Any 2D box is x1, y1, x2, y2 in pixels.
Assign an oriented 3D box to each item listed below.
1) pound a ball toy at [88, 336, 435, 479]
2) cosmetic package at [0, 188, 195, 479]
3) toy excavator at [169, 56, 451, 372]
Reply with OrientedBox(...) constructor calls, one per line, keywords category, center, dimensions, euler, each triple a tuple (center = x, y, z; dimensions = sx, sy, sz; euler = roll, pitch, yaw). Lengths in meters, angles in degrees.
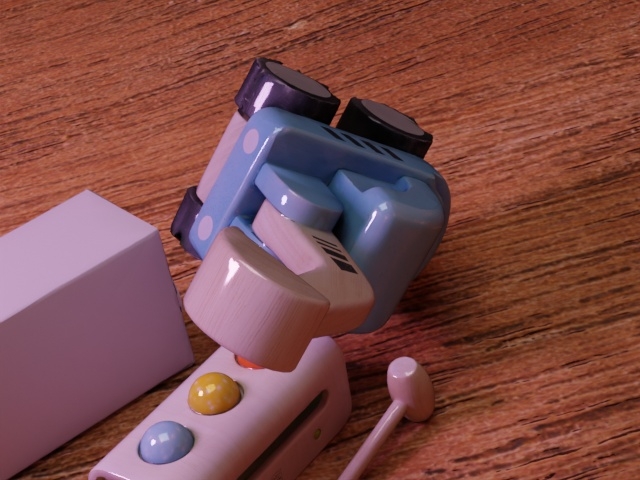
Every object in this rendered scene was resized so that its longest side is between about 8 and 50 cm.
OrientedBox(category="pound a ball toy", center=(-0.054, 0.188, 1.841), dimensions=(0.208, 0.136, 0.319), euler=(15, 43, 34))
OrientedBox(category="cosmetic package", center=(-0.335, 0.123, 1.966), dimensions=(0.365, 0.197, 0.155), euler=(-31, 38, -29))
OrientedBox(category="toy excavator", center=(0.000, 0.000, 1.857), dimensions=(0.433, 0.222, 0.445), euler=(16, 20, -38))
